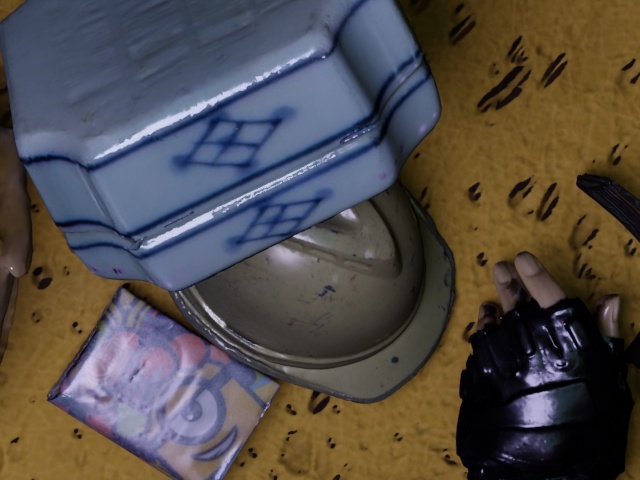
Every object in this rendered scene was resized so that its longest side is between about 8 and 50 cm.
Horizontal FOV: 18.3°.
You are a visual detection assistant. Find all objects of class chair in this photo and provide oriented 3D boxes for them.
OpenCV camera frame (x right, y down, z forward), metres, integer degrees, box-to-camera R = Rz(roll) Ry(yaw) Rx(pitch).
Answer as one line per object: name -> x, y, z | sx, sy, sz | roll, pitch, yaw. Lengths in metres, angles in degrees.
chair -> 0.266, 0.047, 1.596 | 0.212, 0.084, 0.101 | 36, 82, -7

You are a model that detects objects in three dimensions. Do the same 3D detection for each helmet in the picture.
helmet -> 0.004, 0.001, 1.512 | 0.257, 0.137, 0.204 | 30, 72, -9

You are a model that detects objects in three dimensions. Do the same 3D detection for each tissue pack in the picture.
tissue pack -> -0.123, 0.119, 1.549 | 0.148, 0.060, 0.109 | 33, 85, -6

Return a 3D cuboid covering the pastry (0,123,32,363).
pastry -> -0.405, -0.008, 1.413 | 0.409, 0.245, 0.410 | 0, 93, -8

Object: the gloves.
gloves -> 0.173, 0.111, 1.568 | 0.164, 0.124, 0.203 | -21, 110, -13

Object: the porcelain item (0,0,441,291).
porcelain item -> -0.073, -0.115, 1.416 | 0.281, 0.286, 0.157 | -26, 126, 2
